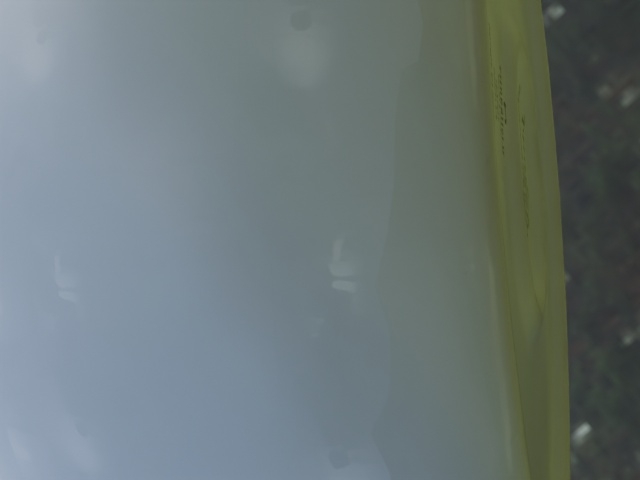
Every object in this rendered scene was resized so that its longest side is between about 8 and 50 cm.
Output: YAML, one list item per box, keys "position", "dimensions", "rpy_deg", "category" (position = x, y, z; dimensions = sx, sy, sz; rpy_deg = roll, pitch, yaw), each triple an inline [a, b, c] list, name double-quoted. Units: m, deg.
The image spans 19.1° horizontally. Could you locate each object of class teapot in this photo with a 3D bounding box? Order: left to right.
- position: [-0.037, -0.004, 0.489]
  dimensions: [0.256, 0.187, 0.252]
  rpy_deg: [-76, -22, -62]
  category: "teapot"
